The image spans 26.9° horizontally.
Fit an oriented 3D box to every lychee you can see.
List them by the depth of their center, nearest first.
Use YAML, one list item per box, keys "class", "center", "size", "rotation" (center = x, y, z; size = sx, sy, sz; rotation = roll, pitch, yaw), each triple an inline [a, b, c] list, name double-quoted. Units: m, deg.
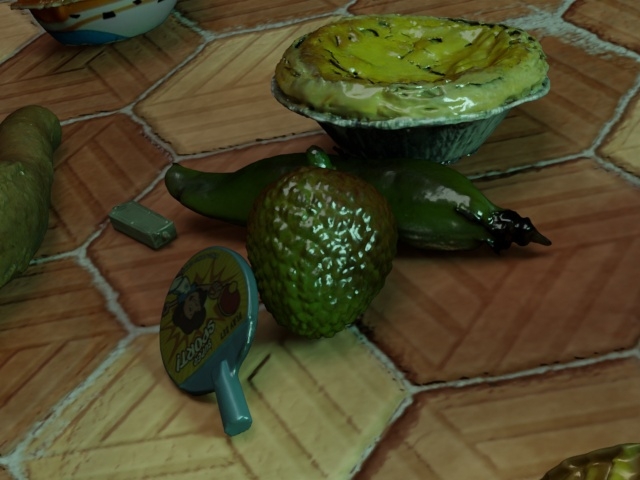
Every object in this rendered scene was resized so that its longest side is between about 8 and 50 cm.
- class: "lychee"
  center: [0.000, 0.000, 0.964]
  size: [0.114, 0.114, 0.146]
  rotation: [-6, 59, 16]

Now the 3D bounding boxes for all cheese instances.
- class: "cheese"
  center: [-0.209, -0.310, 1.517]
  size: [0.217, 0.129, 0.329]
  rotation: [5, 26, 35]

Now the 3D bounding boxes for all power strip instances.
- class: "power strip"
  center: [-0.151, -0.013, 1.140]
  size: [0.027, 0.017, 0.083]
  rotation: [-35, 37, -25]

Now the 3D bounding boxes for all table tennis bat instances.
- class: "table tennis bat"
  center: [-0.075, 0.071, 0.941]
  size: [0.100, 0.019, 0.155]
  rotation: [-43, 44, 25]

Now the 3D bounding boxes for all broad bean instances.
- class: "broad bean"
  center: [0.023, -0.034, 1.056]
  size: [0.339, 0.061, 0.077]
  rotation: [6, 50, 31]

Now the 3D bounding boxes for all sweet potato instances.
- class: "sweet potato"
  center: [-0.282, -0.025, 1.143]
  size: [0.109, 0.109, 0.385]
  rotation: [-6, 28, 15]

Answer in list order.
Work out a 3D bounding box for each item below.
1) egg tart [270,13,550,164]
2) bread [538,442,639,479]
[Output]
- class: "egg tart"
  center: [0.073, -0.122, 1.112]
  size: [0.234, 0.094, 0.234]
  rotation: [0, 24, 0]
- class: "bread"
  center: [0.161, 0.178, 0.551]
  size: [0.199, 0.199, 0.104]
  rotation: [4, 42, 28]
